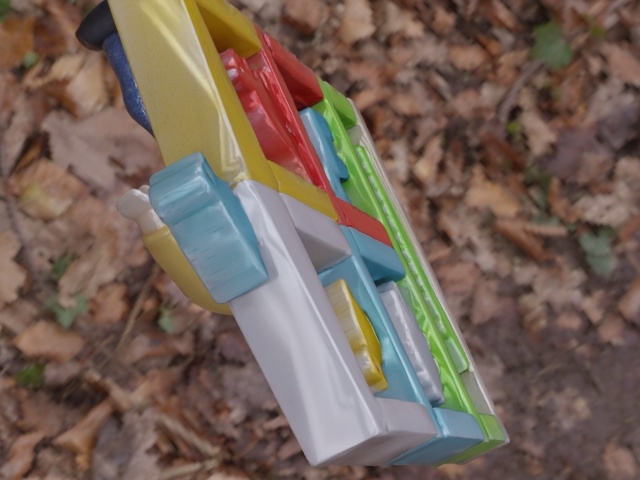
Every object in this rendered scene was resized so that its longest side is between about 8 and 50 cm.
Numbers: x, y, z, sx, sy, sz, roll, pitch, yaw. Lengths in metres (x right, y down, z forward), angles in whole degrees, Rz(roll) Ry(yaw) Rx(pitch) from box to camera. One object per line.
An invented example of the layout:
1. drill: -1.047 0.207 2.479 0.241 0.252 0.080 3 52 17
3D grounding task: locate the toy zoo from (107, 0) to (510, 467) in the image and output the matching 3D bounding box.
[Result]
1. toy zoo: 0.000 0.000 0.648 0.192 0.030 0.293 66 12 15

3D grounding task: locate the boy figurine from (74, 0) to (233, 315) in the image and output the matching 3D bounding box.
1. boy figurine: -0.038 -0.024 0.921 0.177 0.092 0.285 -19 77 -45
